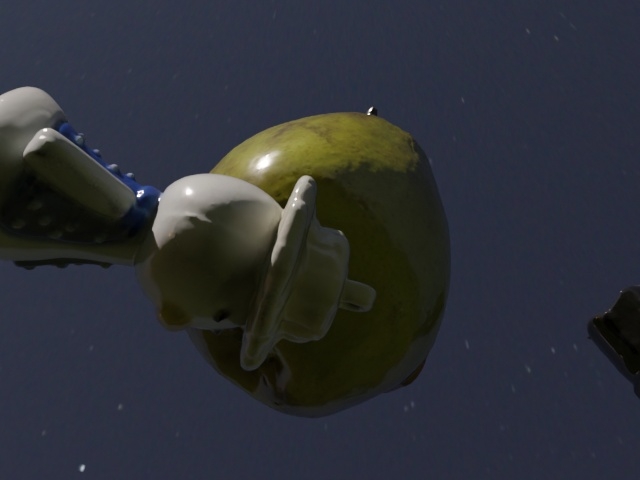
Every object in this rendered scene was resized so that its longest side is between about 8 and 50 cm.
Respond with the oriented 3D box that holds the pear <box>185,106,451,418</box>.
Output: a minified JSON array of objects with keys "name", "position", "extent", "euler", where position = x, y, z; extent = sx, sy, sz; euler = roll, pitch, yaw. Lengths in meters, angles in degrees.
[{"name":"pear","position":[0.000,0.000,1.223],"extent":[0.287,0.375,0.287],"euler":[15,-36,11]}]

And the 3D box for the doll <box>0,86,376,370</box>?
[{"name":"doll","position":[-0.109,-0.009,0.686],"extent":[0.293,0.119,0.138],"euler":[19,-28,-1]}]

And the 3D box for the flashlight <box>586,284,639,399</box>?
[{"name":"flashlight","position":[0.462,0.227,1.355],"extent":[0.103,0.424,0.103],"euler":[-26,-31,-17]}]
